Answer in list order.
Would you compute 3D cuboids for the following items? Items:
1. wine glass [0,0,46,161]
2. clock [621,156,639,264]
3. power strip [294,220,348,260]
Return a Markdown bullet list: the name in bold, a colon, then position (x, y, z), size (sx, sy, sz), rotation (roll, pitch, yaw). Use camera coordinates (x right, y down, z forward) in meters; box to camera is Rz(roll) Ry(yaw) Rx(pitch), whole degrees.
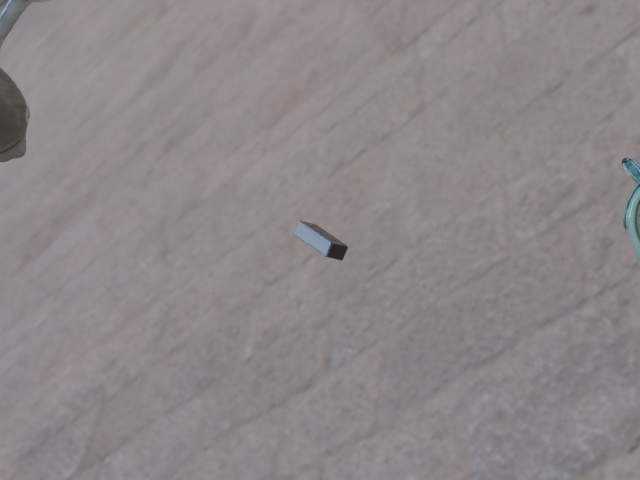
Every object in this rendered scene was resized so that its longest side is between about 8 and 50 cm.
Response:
- **wine glass**: position (-0.215, -0.167, 0.876), size (0.232, 0.156, 0.156), rotation (-45, 14, 37)
- **clock**: position (0.327, -0.024, 1.124), size (0.101, 0.135, 0.041), rotation (-26, -2, 22)
- **power strip**: position (0.000, 0.000, 1.986), size (0.111, 0.038, 0.029), rotation (35, 107, 52)
